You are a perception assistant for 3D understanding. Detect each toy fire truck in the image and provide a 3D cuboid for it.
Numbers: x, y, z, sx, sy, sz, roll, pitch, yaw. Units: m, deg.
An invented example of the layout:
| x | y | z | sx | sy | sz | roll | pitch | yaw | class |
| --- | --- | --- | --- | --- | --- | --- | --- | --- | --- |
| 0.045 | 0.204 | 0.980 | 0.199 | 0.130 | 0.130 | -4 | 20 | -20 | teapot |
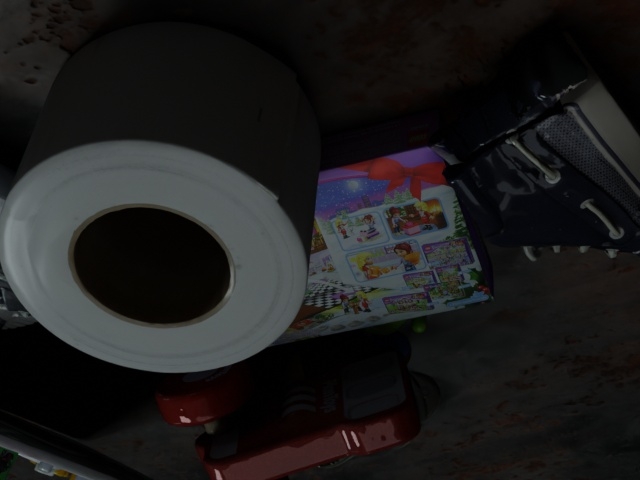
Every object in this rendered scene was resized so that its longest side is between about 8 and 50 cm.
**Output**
| x | y | z | sx | sy | sz | roll | pitch | yaw | class |
| --- | --- | --- | --- | --- | --- | --- | --- | --- | --- |
| -0.021 | 0.173 | 1.336 | 0.254 | 0.302 | 0.169 | -16 | 102 | 5 | toy fire truck |

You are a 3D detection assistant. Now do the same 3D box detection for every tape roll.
| x | y | z | sx | sy | sz | roll | pitch | yaw | class |
| --- | --- | --- | --- | --- | --- | --- | --- | --- | --- |
| -0.125 | -0.033 | 1.037 | 0.246 | 0.169 | 0.246 | 3 | 131 | 3 | tape roll |

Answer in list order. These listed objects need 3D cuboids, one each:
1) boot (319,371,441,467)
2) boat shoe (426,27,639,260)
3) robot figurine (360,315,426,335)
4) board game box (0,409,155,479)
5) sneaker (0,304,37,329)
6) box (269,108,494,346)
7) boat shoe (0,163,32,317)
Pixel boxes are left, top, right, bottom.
| x | y | z | sx | sy | sz | roll | pitch | yaw | class |
| --- | --- | --- | --- | --- | --- | --- | --- | --- | --- |
| 0.089 | 0.214 | 1.509 | 0.190 | 0.076 | 0.208 | -28 | 160 | 21 | boot |
| 0.234 | -0.034 | 1.128 | 0.158 | 0.127 | 0.340 | -36 | 127 | 16 | boat shoe |
| 0.071 | 0.056 | 1.325 | 0.101 | 0.067 | 0.115 | 29 | 139 | -5 | robot figurine |
| -0.327 | 0.238 | 1.407 | 0.390 | 0.050 | 0.390 | 32 | 167 | -40 | board game box |
| -0.351 | 0.014 | 1.213 | 0.235 | 0.094 | 0.153 | 4 | 156 | 8 | sneaker |
| 0.000 | 0.000 | 1.205 | 0.293 | 0.057 | 0.201 | -12 | 130 | 15 | box |
| -0.261 | 0.021 | 1.165 | 0.301 | 0.108 | 0.102 | 34 | 104 | -27 | boat shoe |
